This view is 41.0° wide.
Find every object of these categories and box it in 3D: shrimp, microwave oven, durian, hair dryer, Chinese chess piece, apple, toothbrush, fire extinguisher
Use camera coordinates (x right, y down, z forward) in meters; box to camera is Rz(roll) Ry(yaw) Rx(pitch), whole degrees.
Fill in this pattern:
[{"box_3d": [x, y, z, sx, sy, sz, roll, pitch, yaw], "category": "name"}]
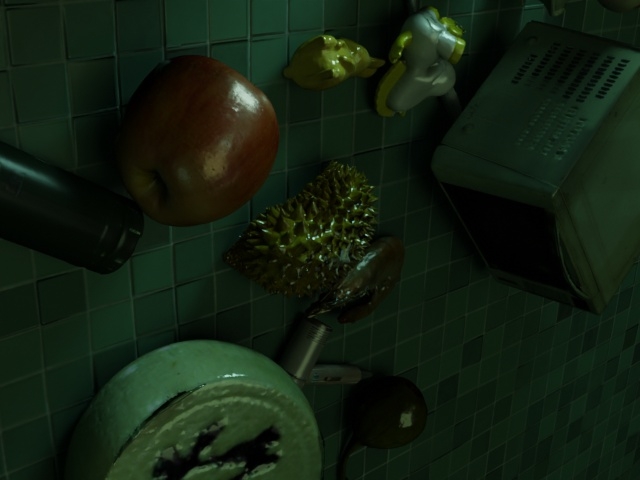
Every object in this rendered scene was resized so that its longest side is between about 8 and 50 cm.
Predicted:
[{"box_3d": [0.061, 0.077, 1.348, 0.236, 0.053, 0.133, -36, 148, -41], "category": "shrimp"}, {"box_3d": [0.389, -0.106, 1.415, 0.333, 0.247, 0.394, -55, 141, -12], "category": "microwave oven"}, {"box_3d": [0.006, -0.002, 1.211, 0.250, 0.138, 0.183, -43, 124, -29], "category": "durian"}, {"box_3d": [-0.003, 0.233, 1.373, 0.220, 0.054, 0.195, 29, 89, -53], "category": "hair dryer"}, {"box_3d": [-0.162, 0.308, 1.147, 0.349, 0.146, 0.349, -10, 110, -30], "category": "Chinese chess piece"}, {"box_3d": [-0.146, -0.108, 0.981, 0.199, 0.199, 0.199, -19, 121, -36], "category": "apple"}, {"box_3d": [0.158, -0.296, 1.286, 0.037, 0.028, 0.375, -45, 133, -11], "category": "toothbrush"}, {"box_3d": [-0.333, -0.047, 0.888, 0.311, 0.095, 0.114, 29, 62, -46], "category": "fire extinguisher"}]

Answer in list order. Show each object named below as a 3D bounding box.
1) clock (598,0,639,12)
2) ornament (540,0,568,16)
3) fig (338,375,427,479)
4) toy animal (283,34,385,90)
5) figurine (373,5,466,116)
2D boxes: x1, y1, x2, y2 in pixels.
[{"box_3d": [0.360, -0.472, 1.170, 0.284, 0.309, 0.114, -56, 148, 7], "category": "clock"}, {"box_3d": [0.404, -0.414, 1.292, 0.120, 0.285, 0.130, -48, 120, -34], "category": "ornament"}, {"box_3d": [0.087, 0.334, 1.475, 0.124, 0.124, 0.236, 14, 122, -46], "category": "fig"}, {"box_3d": [0.028, -0.244, 1.173, 0.159, 0.083, 0.070, -20, 95, -49], "category": "toy animal"}, {"box_3d": [0.137, -0.248, 1.236, 0.130, 0.109, 0.178, -27, 154, -21], "category": "figurine"}]
